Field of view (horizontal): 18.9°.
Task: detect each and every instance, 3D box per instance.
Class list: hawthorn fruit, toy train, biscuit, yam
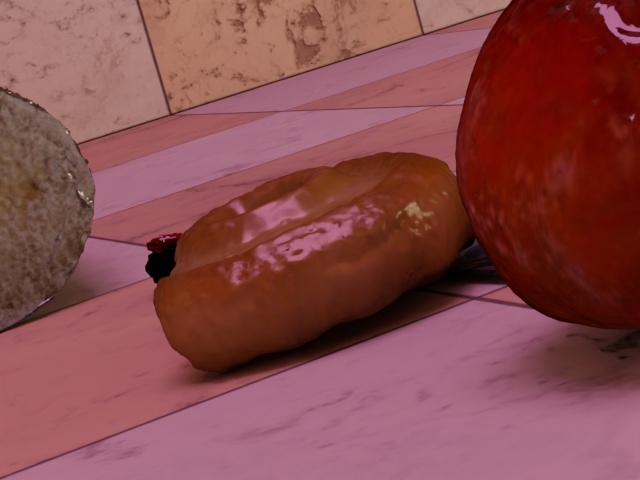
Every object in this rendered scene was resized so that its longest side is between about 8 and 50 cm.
[{"bbox_3d":[0.187,-0.088,1.036,0.242,0.271,0.242,-9,2,0],"label":"hawthorn fruit"},{"bbox_3d":[-0.080,0.009,1.576,0.138,0.050,0.087,-9,7,42],"label":"toy train"},{"bbox_3d":[-0.001,-0.001,1.339,0.213,0.091,0.274,-20,8,7],"label":"biscuit"},{"bbox_3d":[-0.338,-0.033,1.770,0.241,0.241,0.348,-17,8,-10],"label":"yam"}]

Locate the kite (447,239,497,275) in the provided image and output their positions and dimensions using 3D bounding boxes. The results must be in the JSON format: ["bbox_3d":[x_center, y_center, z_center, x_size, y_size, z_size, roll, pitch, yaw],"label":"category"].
[{"bbox_3d":[0.165,-0.011,1.412,0.335,0.011,0.314,-12,9,14],"label":"kite"}]
